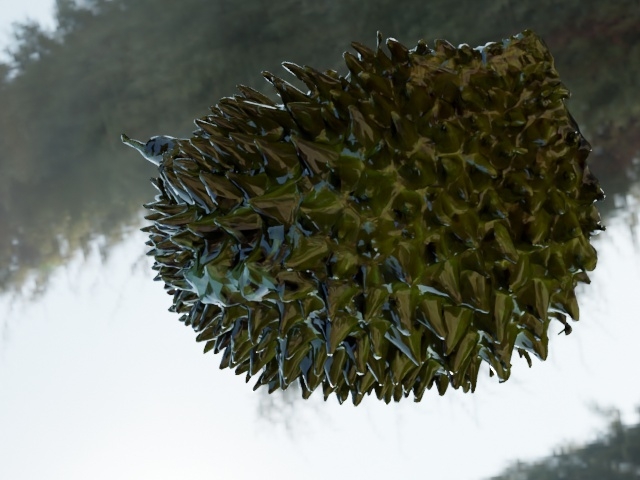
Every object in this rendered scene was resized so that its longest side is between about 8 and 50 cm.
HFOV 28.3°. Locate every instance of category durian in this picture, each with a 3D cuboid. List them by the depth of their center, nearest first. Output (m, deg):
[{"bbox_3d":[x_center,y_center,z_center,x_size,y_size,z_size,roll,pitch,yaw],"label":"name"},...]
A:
[{"bbox_3d":[-0.006,0.007,0.453,0.095,0.221,0.137,-23,-81,-37],"label":"durian"}]
